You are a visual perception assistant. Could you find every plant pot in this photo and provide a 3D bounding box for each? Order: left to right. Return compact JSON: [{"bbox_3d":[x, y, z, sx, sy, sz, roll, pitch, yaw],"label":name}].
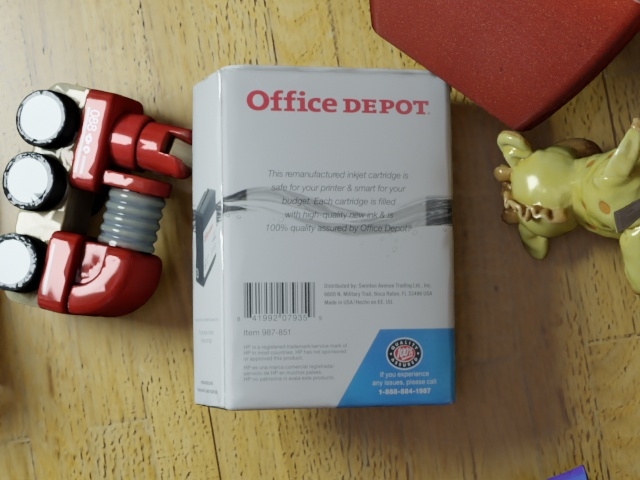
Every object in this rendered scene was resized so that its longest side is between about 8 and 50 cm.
[{"bbox_3d":[0.192,-0.263,1.636,0.267,0.236,0.267,36,50,9],"label":"plant pot"}]

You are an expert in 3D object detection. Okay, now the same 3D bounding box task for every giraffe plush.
[{"bbox_3d":[0.255,-0.041,1.692,0.170,0.210,0.181,7,96,40],"label":"giraffe plush"}]

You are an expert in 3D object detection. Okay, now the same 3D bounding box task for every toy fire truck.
[{"bbox_3d":[-0.166,-0.024,1.770,0.246,0.158,0.217,12,89,20],"label":"toy fire truck"}]

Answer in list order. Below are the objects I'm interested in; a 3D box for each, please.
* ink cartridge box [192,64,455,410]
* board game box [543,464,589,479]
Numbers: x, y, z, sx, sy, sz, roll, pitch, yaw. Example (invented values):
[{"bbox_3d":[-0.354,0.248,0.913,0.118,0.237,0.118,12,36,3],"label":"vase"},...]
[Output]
[{"bbox_3d":[0.000,0.000,1.698,0.223,0.129,0.307,0,87,-17],"label":"ink cartridge box"},{"bbox_3d":[0.200,0.412,1.680,0.233,0.078,0.347,-22,95,7],"label":"board game box"}]
